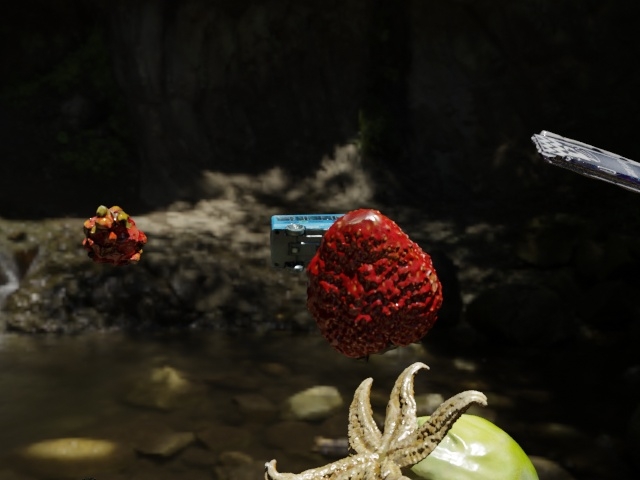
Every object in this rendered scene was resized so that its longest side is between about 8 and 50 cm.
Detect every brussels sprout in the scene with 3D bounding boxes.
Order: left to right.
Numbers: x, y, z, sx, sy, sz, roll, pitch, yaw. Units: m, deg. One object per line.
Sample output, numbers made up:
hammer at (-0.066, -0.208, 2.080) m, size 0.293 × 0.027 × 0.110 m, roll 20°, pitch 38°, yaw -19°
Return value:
brussels sprout at (0.258, 0.490, 1.679) m, size 0.344 × 0.344 × 0.268 m, roll 3°, pitch 27°, yaw 14°

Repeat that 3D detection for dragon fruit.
dragon fruit at (-0.482, -0.014, 2.013) m, size 0.133 × 0.150 × 0.208 m, roll 15°, pitch -28°, yaw 10°

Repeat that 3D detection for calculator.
calculator at (0.552, -0.148, 1.710) m, size 0.274 × 0.028 × 0.166 m, roll 18°, pitch 24°, yaw 0°

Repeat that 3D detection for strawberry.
strawberry at (0.090, 0.089, 1.639) m, size 0.261 × 0.261 × 0.257 m, roll 3°, pitch -14°, yaw 18°

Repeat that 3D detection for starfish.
starfish at (0.079, 0.302, 1.273) m, size 0.327 × 0.094 × 0.375 m, roll -28°, pitch 16°, yaw -7°

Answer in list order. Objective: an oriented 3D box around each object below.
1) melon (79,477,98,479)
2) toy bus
melon at (-0.598, 0.663, 2.245) m, size 0.098 × 0.098 × 0.131 m, roll 2°, pitch -34°, yaw 7°
toy bus at (0.000, 0.000, 2.101) m, size 0.246 × 0.114 × 0.134 m, roll -2°, pitch 23°, yaw -7°
